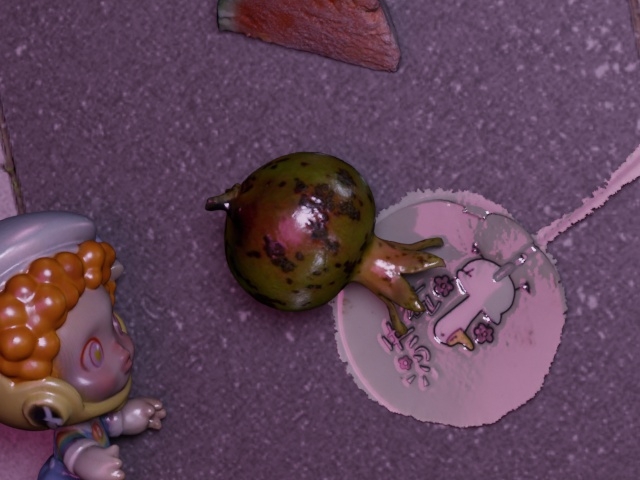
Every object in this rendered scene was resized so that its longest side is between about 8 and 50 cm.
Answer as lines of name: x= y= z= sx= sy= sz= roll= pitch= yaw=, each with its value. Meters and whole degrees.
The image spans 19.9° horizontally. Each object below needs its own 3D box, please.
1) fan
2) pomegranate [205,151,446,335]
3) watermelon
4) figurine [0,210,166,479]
fan: x=0.187 y=0.019 z=1.734 sx=0.415 sy=0.012 sz=0.233 roll=-37 pitch=84 yaw=20
pomegranate: x=0.006 y=0.008 z=1.717 sx=0.220 sy=0.156 sz=0.156 roll=33 pitch=104 yaw=13
watermelon: x=-0.018 y=-0.232 z=1.719 sx=0.207 sy=0.136 sz=0.202 roll=-41 pitch=78 yaw=32
figurine: x=-0.270 y=0.165 z=1.782 sx=0.205 sy=0.224 sz=0.382 roll=-12 pitch=93 yaw=21
